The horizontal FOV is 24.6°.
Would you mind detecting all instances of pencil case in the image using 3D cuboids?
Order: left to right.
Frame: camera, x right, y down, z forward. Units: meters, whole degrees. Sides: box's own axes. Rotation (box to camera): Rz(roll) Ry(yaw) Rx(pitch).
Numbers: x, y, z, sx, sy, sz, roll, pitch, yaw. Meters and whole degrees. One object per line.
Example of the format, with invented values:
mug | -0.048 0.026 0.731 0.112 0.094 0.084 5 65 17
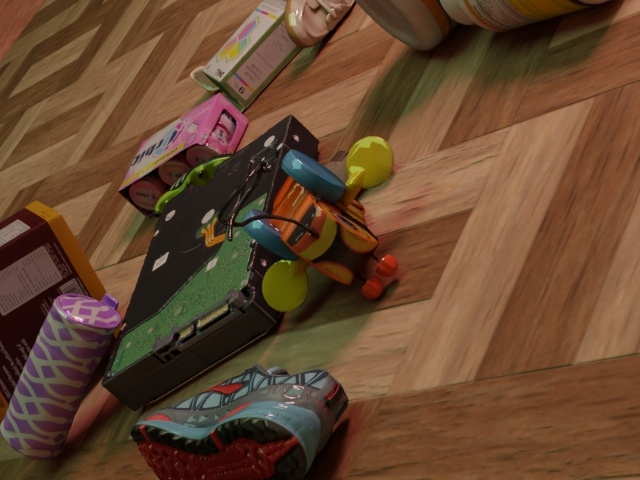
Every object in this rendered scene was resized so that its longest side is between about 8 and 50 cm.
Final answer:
pencil case | -0.304 0.161 1.721 0.086 0.088 0.206 38 113 27

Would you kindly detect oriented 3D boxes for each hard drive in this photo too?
hard drive | -0.121 0.022 1.715 0.237 0.064 0.339 -33 26 30

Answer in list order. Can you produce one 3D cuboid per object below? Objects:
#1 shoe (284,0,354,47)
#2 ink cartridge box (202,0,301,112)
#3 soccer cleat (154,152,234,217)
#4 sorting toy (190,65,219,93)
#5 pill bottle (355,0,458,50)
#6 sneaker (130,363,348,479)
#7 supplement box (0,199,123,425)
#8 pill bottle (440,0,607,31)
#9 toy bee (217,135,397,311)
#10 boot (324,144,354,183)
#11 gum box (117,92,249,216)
shoe | 0.014 -0.357 2.066 0.058 0.076 0.219 -27 28 50
ink cartridge box | -0.109 -0.256 2.136 0.209 0.062 0.109 -48 24 0
soccer cleat | -0.157 -0.079 1.945 0.179 0.060 0.072 -31 27 40
sorting toy | -0.147 -0.268 2.254 0.075 0.045 0.083 -51 22 -27
pill bottle | 0.162 -0.371 1.719 0.278 0.162 0.162 -48 23 -6
sneaker | -0.070 0.177 1.372 0.261 0.104 0.125 -12 24 48
supplement box | -0.374 0.087 1.825 0.194 0.191 0.129 -33 20 -15
pill bottle | 0.219 -0.288 1.548 0.215 0.117 0.117 -7 46 57
toy bee | 0.000 0.000 1.471 0.195 0.162 0.298 -56 -4 32
boot | 0.026 -0.060 1.627 0.118 0.042 0.087 0 58 61
gum box | -0.190 -0.121 2.060 0.188 0.062 0.107 -28 30 39
